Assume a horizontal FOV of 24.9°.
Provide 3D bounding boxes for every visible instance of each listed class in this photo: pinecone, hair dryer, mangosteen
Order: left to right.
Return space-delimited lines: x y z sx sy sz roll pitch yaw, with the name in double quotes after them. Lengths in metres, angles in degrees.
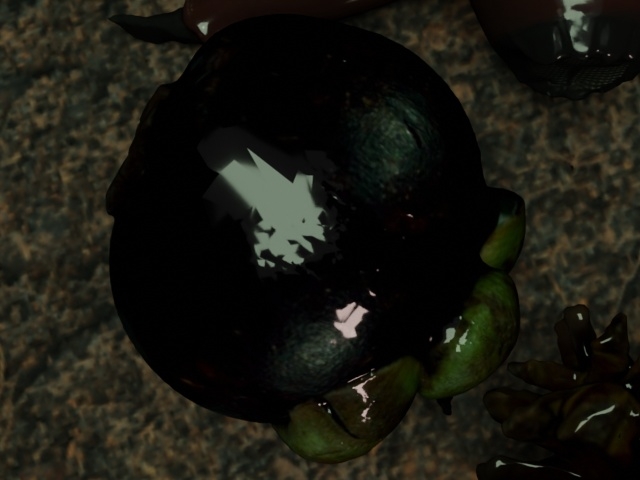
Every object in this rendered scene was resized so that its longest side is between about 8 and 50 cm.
0.000 0.000 0.781 0.243 0.243 0.243 0 84 4 "mangosteen"
0.027 -0.211 0.868 0.340 0.123 0.313 -13 72 14 "hair dryer"
0.204 0.168 0.747 0.244 0.244 0.309 -36 61 0 "pinecone"
